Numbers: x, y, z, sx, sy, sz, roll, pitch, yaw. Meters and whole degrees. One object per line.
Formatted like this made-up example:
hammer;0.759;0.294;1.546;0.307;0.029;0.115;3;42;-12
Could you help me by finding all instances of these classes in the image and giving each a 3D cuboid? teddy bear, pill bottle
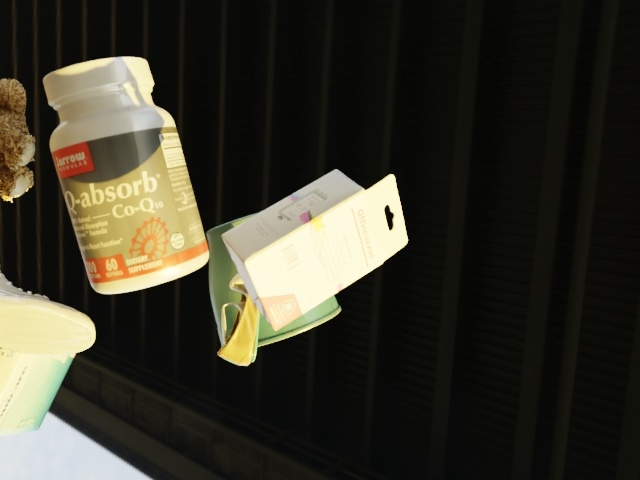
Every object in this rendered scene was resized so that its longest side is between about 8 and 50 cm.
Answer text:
teddy bear;-0.732;-0.242;1.345;0.245;0.113;0.338;-46;-123;46
pill bottle;-0.335;-0.109;1.010;0.210;0.210;0.363;-6;-78;40

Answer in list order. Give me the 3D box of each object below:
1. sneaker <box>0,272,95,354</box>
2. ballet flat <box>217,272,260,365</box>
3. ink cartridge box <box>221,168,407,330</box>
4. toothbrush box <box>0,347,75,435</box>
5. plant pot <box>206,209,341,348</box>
sneaker;-0.501;0.078;0.933;0.108;0.292;0.169;-56;-148;27
ballet flat;-0.137;0.107;1.066;0.080;0.073;0.233;134;-34;-64
ink cartridge box;0.000;0.000;0.685;0.067;0.198;0.115;43;-23;47
toothbrush box;-0.607;0.255;1.150;0.126;0.295;0.217;22;-106;-2
plant pot;-0.125;0.072;1.267;0.271;0.271;0.256;-18;-88;40
